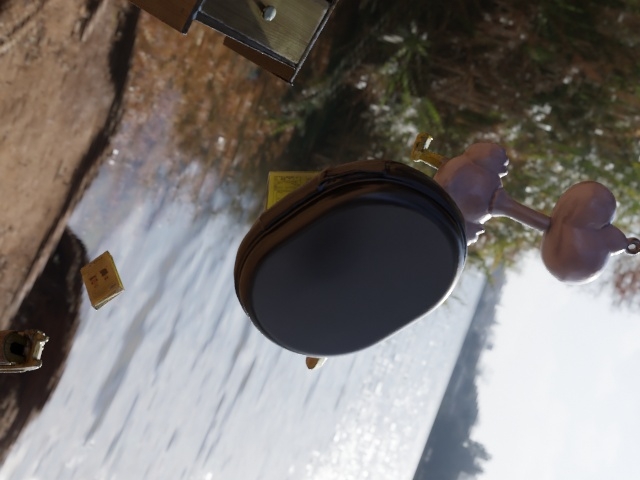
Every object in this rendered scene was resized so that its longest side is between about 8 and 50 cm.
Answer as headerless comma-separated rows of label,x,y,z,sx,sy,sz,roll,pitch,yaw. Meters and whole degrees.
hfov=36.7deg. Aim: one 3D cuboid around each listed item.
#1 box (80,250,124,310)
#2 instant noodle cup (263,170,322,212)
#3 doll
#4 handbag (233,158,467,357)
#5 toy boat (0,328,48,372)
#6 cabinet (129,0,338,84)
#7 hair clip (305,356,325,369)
box,-0.454,0.081,2.003,0.073,0.149,0.020,-36,128,1
instant noodle cup,0.000,0.000,1.791,0.311,0.221,0.311,-173,-90,-85
doll,0.297,-0.044,1.424,0.094,0.365,0.160,-58,167,-79
handbag,0.035,0.023,1.230,0.308,0.254,0.093,-33,-149,19
toy boat,-0.539,0.180,1.584,0.088,0.226,0.068,33,59,-53
cabinet,-0.074,-0.308,1.040,0.175,0.148,0.215,18,106,-49
hair clip,-0.007,0.122,1.502,0.071,0.218,0.159,3,83,-51
